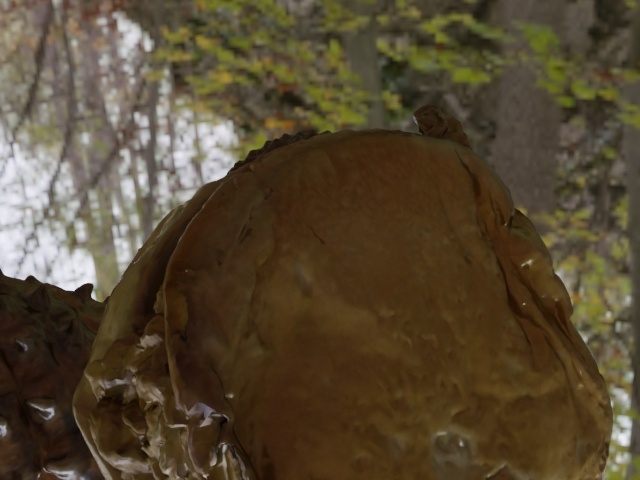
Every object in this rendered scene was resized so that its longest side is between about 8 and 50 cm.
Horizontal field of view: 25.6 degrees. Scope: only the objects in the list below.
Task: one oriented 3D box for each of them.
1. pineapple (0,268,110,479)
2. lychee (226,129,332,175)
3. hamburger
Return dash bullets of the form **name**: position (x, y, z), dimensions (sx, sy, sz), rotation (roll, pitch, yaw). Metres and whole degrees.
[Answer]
- **pineapple**: position (-0.201, 0.069, 0.625), dimensions (0.279, 0.158, 0.158), rotation (21, -163, -39)
- **lychee**: position (0.000, 0.000, 1.173), dimensions (0.200, 0.200, 0.238), rotation (-10, -179, -10)
- **hamburger**: position (0.008, 0.040, 0.396), dimensions (0.147, 0.138, 0.083), rotation (-30, -170, -32)
